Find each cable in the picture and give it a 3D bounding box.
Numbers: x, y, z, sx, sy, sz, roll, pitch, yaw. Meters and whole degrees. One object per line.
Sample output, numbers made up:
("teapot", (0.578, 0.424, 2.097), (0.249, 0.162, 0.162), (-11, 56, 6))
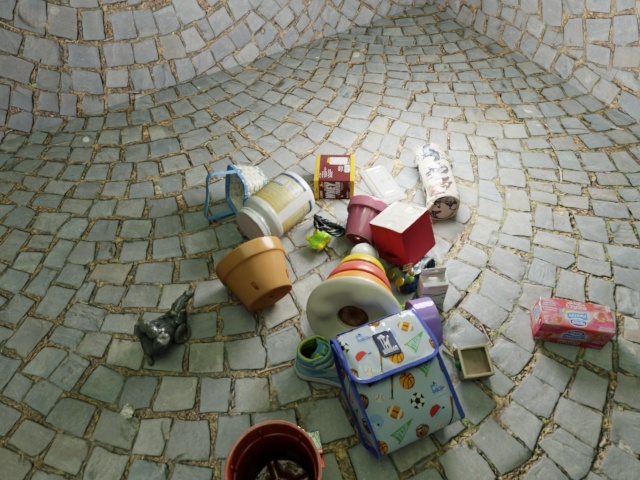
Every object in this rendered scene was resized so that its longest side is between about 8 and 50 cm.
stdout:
("cable", (0.037, -0.072, 2.112), (0.150, 0.047, 0.184), (13, 18, -16))

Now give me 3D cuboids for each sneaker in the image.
("sneaker", (0.393, 0.147, 1.956), (0.211, 0.080, 0.081), (-39, 36, -25))
("sneaker", (0.059, 0.429, 1.642), (0.319, 0.208, 0.127), (3, 50, 4))

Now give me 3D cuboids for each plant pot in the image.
("plant pot", (0.199, -0.077, 2.074), (0.201, 0.201, 0.180), (16, 69, 15))
("plant pot", (-0.247, 0.148, 1.860), (0.291, 0.291, 0.203), (-24, 70, -17))
("plant pot", (-0.129, 0.716, 1.378), (0.272, 0.265, 0.272), (-1, 50, 1))

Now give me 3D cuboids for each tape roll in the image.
("tape roll", (0.383, 0.311, 1.736), (0.080, 0.189, 0.189), (-11, 51, -6))

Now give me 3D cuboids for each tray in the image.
("tray", (0.311, -0.290, 2.334), (0.145, 0.030, 0.270), (-18, 52, -13))

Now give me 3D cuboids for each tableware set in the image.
("tableware set", (0.321, 0.155, 1.916), (0.154, 0.024, 0.104), (-23, 39, 36))

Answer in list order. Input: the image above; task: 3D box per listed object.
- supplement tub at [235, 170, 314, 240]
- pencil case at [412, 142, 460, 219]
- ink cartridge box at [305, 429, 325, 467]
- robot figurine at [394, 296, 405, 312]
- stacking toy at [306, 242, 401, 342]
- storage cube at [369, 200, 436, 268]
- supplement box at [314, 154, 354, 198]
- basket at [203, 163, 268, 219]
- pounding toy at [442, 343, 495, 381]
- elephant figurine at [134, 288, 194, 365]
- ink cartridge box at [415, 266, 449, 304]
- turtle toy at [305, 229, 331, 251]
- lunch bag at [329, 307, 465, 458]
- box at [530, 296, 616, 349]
("supplement tub", (-0.205, -0.143, 2.107), (0.228, 0.228, 0.316), (33, 59, 26))
("pencil case", (0.552, -0.288, 2.235), (0.183, 0.160, 0.410), (8, 50, -12))
("ink cartridge box", (-0.024, 0.695, 1.542), (0.062, 0.029, 0.115), (-9, 51, -5))
("robot figurine", (0.288, 0.271, 1.852), (0.101, 0.067, 0.115), (-15, 52, -16))
("stacking toy", (0.156, 0.174, 1.845), (0.350, 0.351, 0.480), (8, 32, 9))
("storage cube", (0.352, -0.030, 1.982), (0.215, 0.193, 0.183), (-40, 37, -25))
("supplement box", (0.071, -0.315, 2.300), (0.194, 0.129, 0.191), (1, 51, 3))
("basket", (-0.405, -0.223, 2.176), (0.289, 0.255, 0.201), (-19, 51, -37))
("pounding toy", (0.538, 0.442, 1.697), (0.141, 0.100, 0.130), (-8, 65, -1))
("elephant figurine", (-0.577, 0.329, 1.796), (0.169, 0.186, 0.239), (56, 37, 0))
("ink cartridge box", (0.445, 0.185, 1.842), (0.104, 0.180, 0.060), (-6, 51, -2))
("turtle toy", (0.000, 0.000, 2.086), (0.095, 0.066, 0.130), (36, 60, 25))
("lunch bag", (0.235, 0.448, 1.519), (0.327, 0.239, 0.385), (-17, 81, -15))
("box", (0.944, 0.312, 1.752), (0.256, 0.128, 0.123), (8, 51, 8))
